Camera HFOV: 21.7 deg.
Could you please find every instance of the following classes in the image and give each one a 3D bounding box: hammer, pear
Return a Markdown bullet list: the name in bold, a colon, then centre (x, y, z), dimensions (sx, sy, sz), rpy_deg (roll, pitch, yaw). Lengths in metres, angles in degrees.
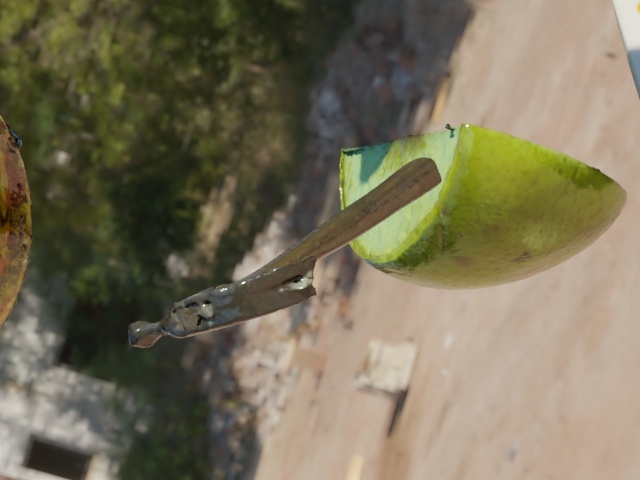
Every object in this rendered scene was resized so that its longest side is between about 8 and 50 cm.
- **hammer**: centre (0.000, -0.001, 1.072), dimensions (0.297, 0.125, 0.027), rpy_deg (-32, -76, -55)
- **pear**: centre (0.165, -0.018, 1.597), dimensions (0.288, 0.239, 0.139), rpy_deg (175, 101, -67)

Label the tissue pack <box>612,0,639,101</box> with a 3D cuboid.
- **tissue pack**: centre (0.370, -0.126, 1.511), dimensions (0.124, 0.185, 0.225), rpy_deg (-31, 46, 25)

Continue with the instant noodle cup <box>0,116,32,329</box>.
- **instant noodle cup**: centre (-0.394, -0.014, 1.231), dimensions (0.266, 0.339, 0.340), rpy_deg (12, -84, -55)
